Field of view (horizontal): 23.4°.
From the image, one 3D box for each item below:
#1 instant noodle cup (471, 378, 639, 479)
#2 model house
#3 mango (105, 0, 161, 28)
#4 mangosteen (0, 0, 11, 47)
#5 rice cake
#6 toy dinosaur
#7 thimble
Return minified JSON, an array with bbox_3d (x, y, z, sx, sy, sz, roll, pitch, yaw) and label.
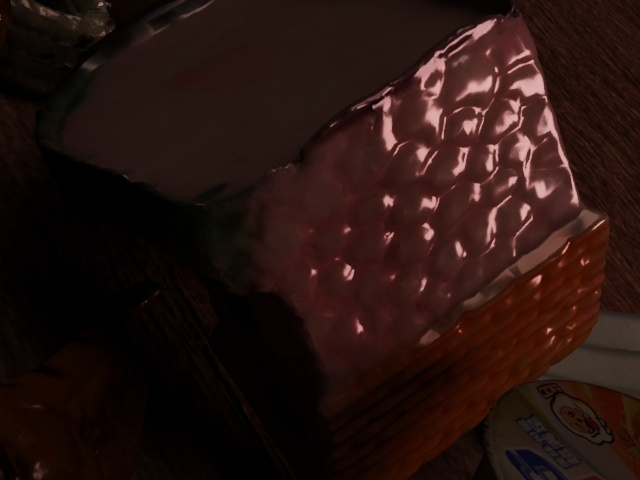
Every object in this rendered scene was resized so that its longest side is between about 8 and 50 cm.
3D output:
[{"bbox_3d":[0.133,0.184,0.708,0.205,0.153,0.205,22,24,-10],"label":"instant noodle cup"},{"bbox_3d":[0.000,0.000,0.804,0.237,0.202,0.237,22,-36,51],"label":"model house"},{"bbox_3d":[-0.088,-0.220,1.032,0.365,0.182,0.253,45,24,-14],"label":"mango"},{"bbox_3d":[-0.253,-0.087,0.553,0.287,0.287,0.233,43,52,7],"label":"mangosteen"},{"bbox_3d":[0.181,0.091,1.015,0.237,0.043,0.127,12,39,-37],"label":"rice cake"},{"bbox_3d":[-0.112,0.114,0.612,0.208,0.097,0.432,49,11,12],"label":"toy dinosaur"},{"bbox_3d":[-0.178,-0.135,0.913,0.110,0.062,0.084,35,32,-5],"label":"thimble"}]
